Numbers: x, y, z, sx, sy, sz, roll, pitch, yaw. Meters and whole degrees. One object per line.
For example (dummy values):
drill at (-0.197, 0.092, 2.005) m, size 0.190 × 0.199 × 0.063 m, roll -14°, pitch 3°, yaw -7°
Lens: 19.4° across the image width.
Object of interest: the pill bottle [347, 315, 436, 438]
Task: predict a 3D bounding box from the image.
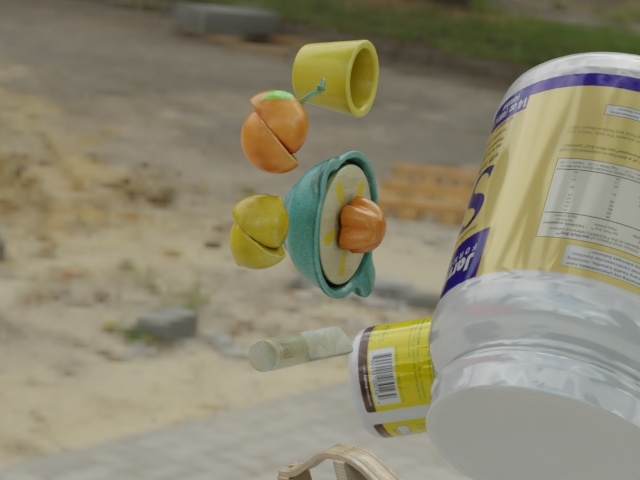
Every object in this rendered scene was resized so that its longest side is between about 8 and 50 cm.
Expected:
pill bottle at (0.144, 0.130, 1.892) m, size 0.215 × 0.117 × 0.117 m, roll -10°, pitch 7°, yaw 21°

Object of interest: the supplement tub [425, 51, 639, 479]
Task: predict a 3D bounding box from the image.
supplement tub at (0.227, 0.035, 1.564) m, size 0.241 × 0.241 × 0.331 m, roll 9°, pitch 58°, yaw 17°

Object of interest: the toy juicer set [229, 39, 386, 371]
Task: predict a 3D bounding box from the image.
toy juicer set at (0.000, 0.000, 1.658) m, size 0.089 × 0.329 × 0.209 m, roll 8°, pitch 26°, yaw 24°

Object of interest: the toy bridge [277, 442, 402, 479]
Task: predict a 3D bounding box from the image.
toy bridge at (0.028, 0.190, 1.433) m, size 0.026 × 0.063 × 0.188 m, roll -22°, pitch 15°, yaw -32°
